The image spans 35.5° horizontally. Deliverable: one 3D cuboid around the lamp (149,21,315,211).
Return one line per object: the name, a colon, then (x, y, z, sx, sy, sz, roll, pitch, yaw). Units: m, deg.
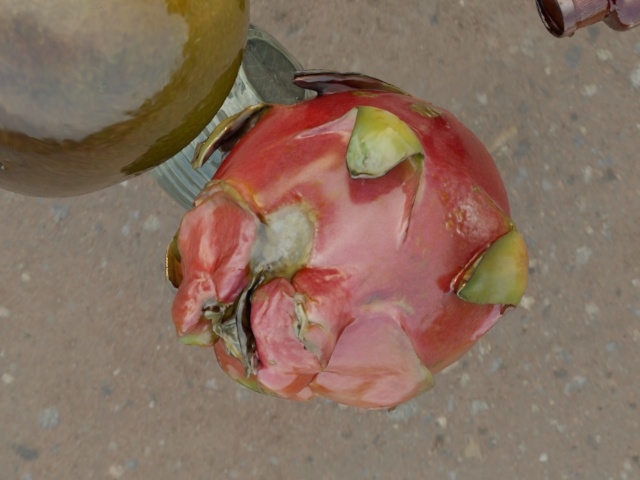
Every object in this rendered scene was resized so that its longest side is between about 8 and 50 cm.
lamp: (-0.118, -0.145, 1.200, 0.233, 0.233, 0.265, -31, 89, 15)

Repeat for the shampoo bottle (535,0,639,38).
shampoo bottle: (0.336, -0.276, 0.972, 0.260, 0.064, 0.102, -24, 102, -4)

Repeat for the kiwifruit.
kiwifruit: (-0.149, -0.120, 0.573, 0.196, 0.196, 0.234, 45, 150, -16)

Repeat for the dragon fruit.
dragon fruit: (0.000, 0.000, 0.838, 0.305, 0.226, 0.305, -4, 82, 33)
